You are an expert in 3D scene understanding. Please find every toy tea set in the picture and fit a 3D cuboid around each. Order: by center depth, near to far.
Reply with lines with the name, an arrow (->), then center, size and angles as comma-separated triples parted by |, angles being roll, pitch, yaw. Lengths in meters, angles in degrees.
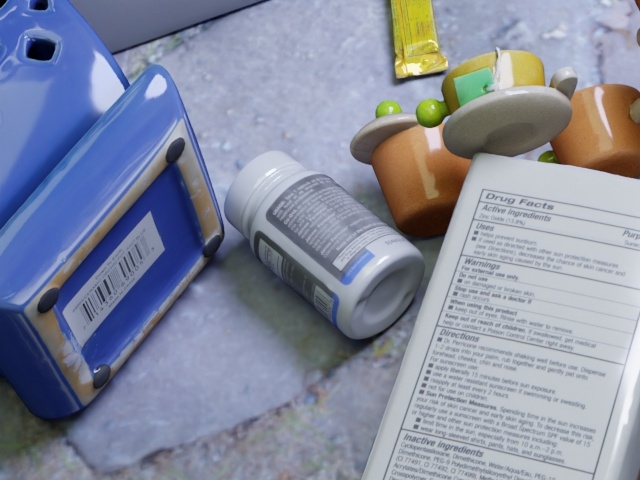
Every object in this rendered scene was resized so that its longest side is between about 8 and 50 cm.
toy tea set -> 0.174, -0.118, 1.155 | 0.336, 0.200, 0.124 | -16, 65, 9

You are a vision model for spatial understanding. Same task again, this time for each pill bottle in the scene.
pill bottle -> 0.000, 0.000, 1.189 | 0.078, 0.078, 0.137 | -42, 60, -14

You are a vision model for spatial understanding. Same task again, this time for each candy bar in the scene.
candy bar -> 0.070, -0.194, 1.328 | 0.040, 0.018, 0.161 | -8, 57, 3

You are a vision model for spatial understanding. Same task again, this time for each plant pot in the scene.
plant pot -> -0.207, -0.028, 1.167 | 0.212, 0.236, 0.236 | 32, 69, 21

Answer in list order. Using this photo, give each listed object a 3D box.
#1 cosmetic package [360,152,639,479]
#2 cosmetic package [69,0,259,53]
cosmetic package -> 0.131, 0.109, 1.063 | 0.153, 0.129, 0.296 | 12, 63, 21
cosmetic package -> -0.105, -0.249, 1.353 | 0.238, 0.107, 0.127 | -19, 57, 4
